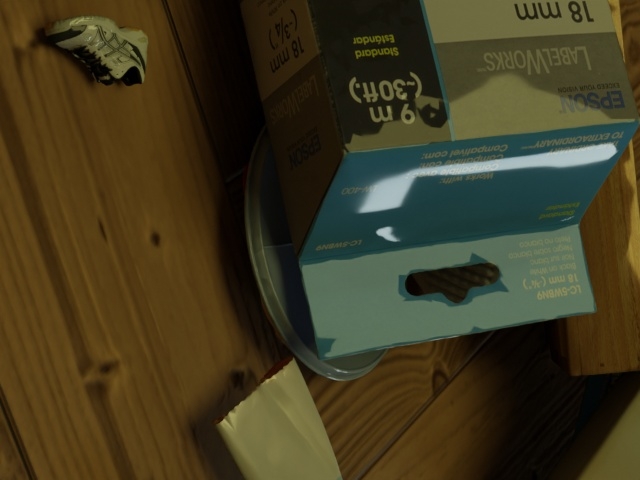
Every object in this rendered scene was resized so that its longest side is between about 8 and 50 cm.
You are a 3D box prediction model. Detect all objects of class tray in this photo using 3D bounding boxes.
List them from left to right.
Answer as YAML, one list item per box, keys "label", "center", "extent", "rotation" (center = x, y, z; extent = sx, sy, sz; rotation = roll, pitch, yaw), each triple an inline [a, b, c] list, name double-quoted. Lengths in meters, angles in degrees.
- label: "tray"
  center: [0.214, -0.099, 1.356]
  extent: [0.203, 0.076, 0.411]
  rotation: [11, 74, -86]

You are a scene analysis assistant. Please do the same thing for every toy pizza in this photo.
- label: "toy pizza"
  center: [0.000, 0.000, 1.136]
  extent: [0.201, 0.032, 0.201]
  rotation: [23, 63, -53]

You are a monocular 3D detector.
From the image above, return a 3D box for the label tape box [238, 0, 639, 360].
- label: "label tape box"
  center: [0.085, -0.107, 1.086]
  extent: [0.240, 0.106, 0.334]
  rotation: [-8, 79, -28]

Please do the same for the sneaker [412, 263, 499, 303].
- label: "sneaker"
  center: [0.128, -0.088, 1.284]
  extent: [0.161, 0.102, 0.282]
  rotation: [-6, 89, -59]

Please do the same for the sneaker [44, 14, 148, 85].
- label: "sneaker"
  center: [-0.132, -0.113, 0.964]
  extent: [0.083, 0.032, 0.037]
  rotation: [6, 80, -55]

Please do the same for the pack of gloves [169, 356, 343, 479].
- label: "pack of gloves"
  center: [-0.047, 0.224, 1.042]
  extent: [0.195, 0.046, 0.232]
  rotation: [-38, 113, -39]

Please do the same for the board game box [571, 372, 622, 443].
- label: "board game box"
  center: [0.342, 0.266, 1.502]
  extent: [0.308, 0.086, 0.302]
  rotation: [39, 59, -39]

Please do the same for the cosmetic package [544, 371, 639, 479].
- label: "cosmetic package"
  center: [0.302, 0.184, 1.326]
  extent: [0.160, 0.113, 0.309]
  rotation: [39, 66, 2]
